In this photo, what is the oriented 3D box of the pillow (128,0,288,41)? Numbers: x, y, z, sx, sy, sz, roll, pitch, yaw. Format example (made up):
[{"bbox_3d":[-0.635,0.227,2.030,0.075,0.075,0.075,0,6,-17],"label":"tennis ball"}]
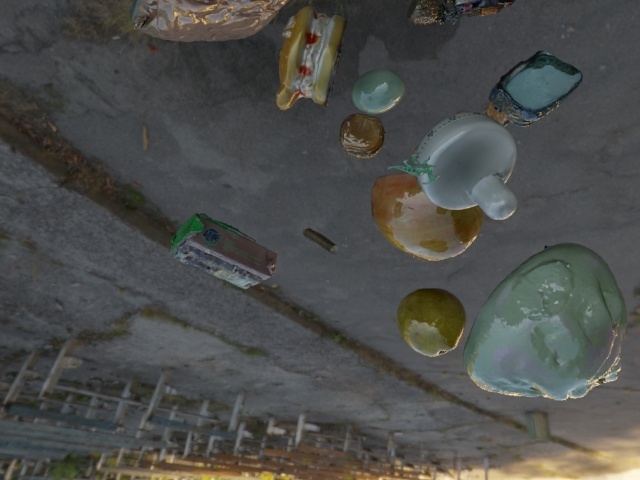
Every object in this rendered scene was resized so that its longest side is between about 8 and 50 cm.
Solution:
[{"bbox_3d":[-0.070,-0.211,0.330,0.126,0.043,0.232,-16,-173,-31],"label":"pillow"}]

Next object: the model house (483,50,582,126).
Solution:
[{"bbox_3d":[0.678,-0.453,1.423,0.184,0.253,0.291,47,166,12],"label":"model house"}]

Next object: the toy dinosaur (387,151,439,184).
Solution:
[{"bbox_3d":[0.169,-0.123,0.750,0.083,0.021,0.062,-19,117,31],"label":"toy dinosaur"}]

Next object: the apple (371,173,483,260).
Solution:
[{"bbox_3d":[0.342,-0.092,1.347,0.309,0.252,0.314,14,131,53],"label":"apple"}]

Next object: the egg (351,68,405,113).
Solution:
[{"bbox_3d":[0.202,-0.524,1.481,0.192,0.149,0.149,-8,147,32],"label":"egg"}]

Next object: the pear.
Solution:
[{"bbox_3d":[0.340,0.250,1.285,0.209,0.209,0.209,6,150,3],"label":"pear"}]

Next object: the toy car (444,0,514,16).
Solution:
[{"bbox_3d":[0.378,-0.679,0.973,0.193,0.301,0.118,-6,-176,5],"label":"toy car"}]

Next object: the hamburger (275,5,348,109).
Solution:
[{"bbox_3d":[-0.037,-0.543,1.287,0.186,0.261,0.303,11,110,-4],"label":"hamburger"}]

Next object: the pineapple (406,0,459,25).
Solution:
[{"bbox_3d":[0.431,-0.859,1.590,0.197,0.108,0.108,7,151,-15],"label":"pineapple"}]

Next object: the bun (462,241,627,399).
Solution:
[{"bbox_3d":[0.380,0.154,0.677,0.187,0.293,0.293,41,173,39],"label":"bun"}]

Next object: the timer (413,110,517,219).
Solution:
[{"bbox_3d":[0.344,-0.170,0.980,0.233,0.240,0.233,-6,130,-8],"label":"timer"}]

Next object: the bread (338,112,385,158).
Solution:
[{"bbox_3d":[0.175,-0.441,1.803,0.199,0.199,0.104,6,180,3],"label":"bread"}]

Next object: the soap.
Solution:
[{"bbox_3d":[-0.273,0.044,1.187,0.273,0.098,0.218,30,142,-28],"label":"soap"}]

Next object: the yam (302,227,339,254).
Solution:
[{"bbox_3d":[0.000,0.000,1.094,0.032,0.032,0.145,34,180,-38],"label":"yam"}]
